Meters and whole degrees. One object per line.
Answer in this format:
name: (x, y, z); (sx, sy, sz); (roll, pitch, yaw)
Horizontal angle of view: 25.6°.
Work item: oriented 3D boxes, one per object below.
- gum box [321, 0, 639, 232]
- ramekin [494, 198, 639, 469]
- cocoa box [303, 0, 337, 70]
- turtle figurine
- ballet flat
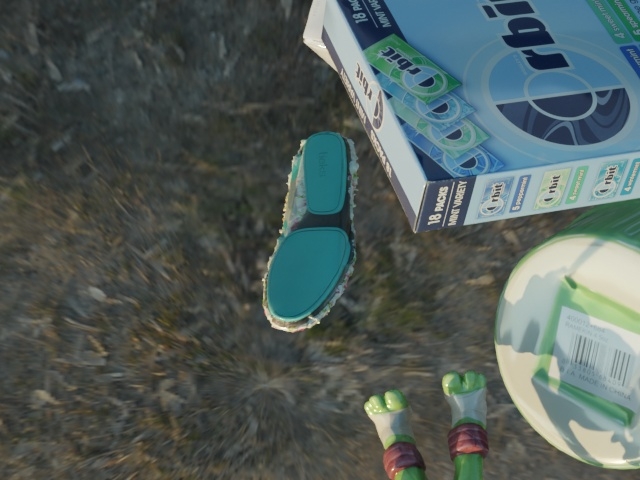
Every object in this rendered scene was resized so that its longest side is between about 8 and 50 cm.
gum box: (0.112, -0.085, 0.760); (0.184, 0.041, 0.157); (-9, 49, -16)
ramekin: (0.343, 0.108, 1.576); (0.303, 0.148, 0.303); (11, 108, 37)
cocoa box: (0.165, -0.267, 1.657); (0.228, 0.347, 0.231); (14, 85, 21)
turtle figurine: (0.112, 0.257, 1.441); (0.275, 0.198, 0.266); (20, 45, -30)
ballet flat: (0.000, 0.000, 1.399); (0.091, 0.077, 0.241); (5, 57, 13)
